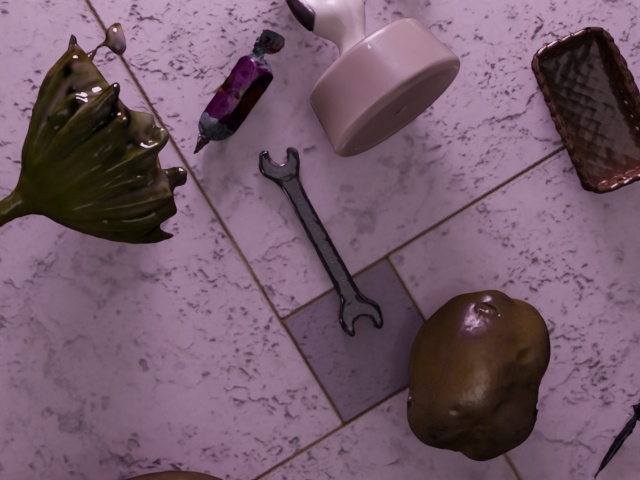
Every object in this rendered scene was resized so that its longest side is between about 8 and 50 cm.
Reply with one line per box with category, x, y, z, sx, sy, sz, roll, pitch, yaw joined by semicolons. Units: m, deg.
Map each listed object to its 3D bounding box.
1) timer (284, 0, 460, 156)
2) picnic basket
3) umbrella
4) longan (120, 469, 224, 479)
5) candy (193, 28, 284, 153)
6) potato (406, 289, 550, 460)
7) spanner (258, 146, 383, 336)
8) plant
timer;0.015;-0.250;1.497;0.175;0.175;0.266;-36;80;-3
picnic basket;0.327;-0.155;1.560;0.110;0.055;0.193;-24;94;-3
umbrella;0.377;0.229;1.600;0.022;0.022;0.149;31;99;-42
longan;-0.194;0.419;1.417;0.361;0.361;0.361;0;92;-5
candy;-0.096;-0.171;1.531;0.043;0.045;0.175;34;90;28
potato;0.182;0.155;1.524;0.154;0.137;0.200;14;91;-36
spanner;0.000;0.000;1.557;0.054;0.015;0.254;-28;94;-3
plant;-0.318;-0.063;1.447;0.333;0.180;0.251;-28;105;0
